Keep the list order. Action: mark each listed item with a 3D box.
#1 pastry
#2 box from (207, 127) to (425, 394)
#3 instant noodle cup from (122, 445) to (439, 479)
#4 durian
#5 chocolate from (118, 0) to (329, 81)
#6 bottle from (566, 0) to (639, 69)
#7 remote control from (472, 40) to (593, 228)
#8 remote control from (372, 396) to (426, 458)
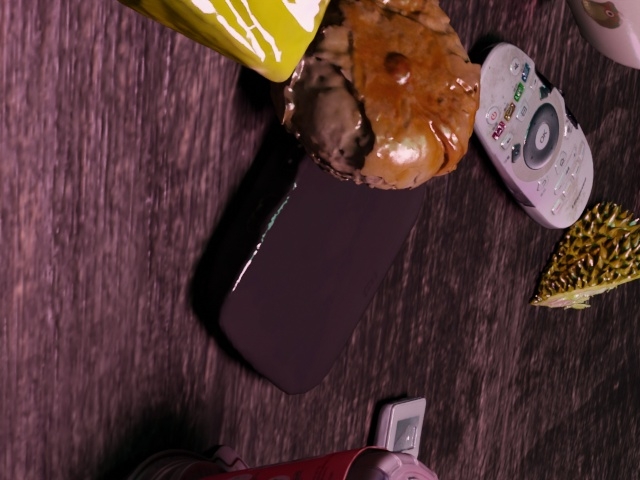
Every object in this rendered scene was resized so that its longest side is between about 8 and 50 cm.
[{"bbox_3d":[0.038,-0.104,1.293,0.153,0.153,0.081,-39,179,-45],"label":"pastry"},{"bbox_3d":[0.000,0.000,1.386,0.212,0.042,0.201,-62,151,-15],"label":"box"},{"bbox_3d":[-0.002,0.241,1.270,0.258,0.181,0.302,48,33,-42],"label":"instant noodle cup"},{"bbox_3d":[0.275,0.019,1.876,0.100,0.086,0.215,-47,161,31],"label":"durian"},{"bbox_3d":[-0.072,-0.278,0.954,0.289,0.137,0.301,38,75,-49],"label":"chocolate"},{"bbox_3d":[0.249,-0.302,1.467,0.229,0.229,0.351,-59,144,-21],"label":"bottle"},{"bbox_3d":[0.176,-0.087,1.643,0.097,0.045,0.256,-64,148,-16],"label":"remote control"},{"bbox_3d":[0.053,0.210,1.621,0.061,0.029,0.162,-4,105,-62],"label":"remote control"}]
